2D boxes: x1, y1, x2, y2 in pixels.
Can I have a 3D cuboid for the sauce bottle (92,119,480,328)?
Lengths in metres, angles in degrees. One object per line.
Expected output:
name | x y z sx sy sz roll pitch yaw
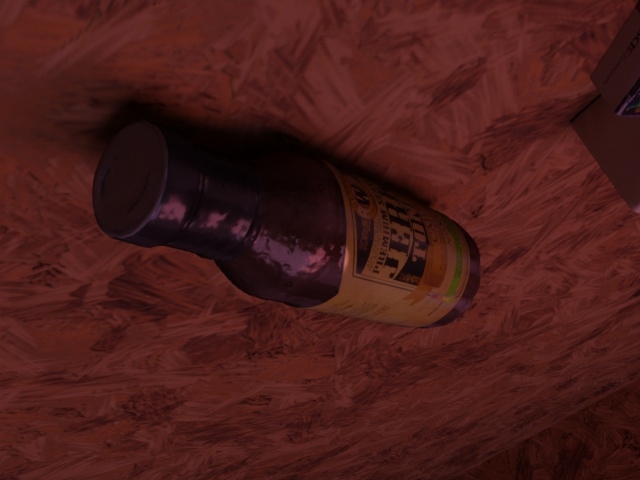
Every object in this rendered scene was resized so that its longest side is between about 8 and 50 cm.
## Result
sauce bottle | 0.000 0.000 0.508 0.111 0.111 0.344 -38 149 26

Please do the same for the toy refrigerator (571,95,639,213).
toy refrigerator | 0.346 -0.137 0.532 0.094 0.102 0.269 7 139 -42

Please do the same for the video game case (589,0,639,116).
video game case | 0.293 -0.153 0.355 0.232 0.041 0.210 -4 142 -18
